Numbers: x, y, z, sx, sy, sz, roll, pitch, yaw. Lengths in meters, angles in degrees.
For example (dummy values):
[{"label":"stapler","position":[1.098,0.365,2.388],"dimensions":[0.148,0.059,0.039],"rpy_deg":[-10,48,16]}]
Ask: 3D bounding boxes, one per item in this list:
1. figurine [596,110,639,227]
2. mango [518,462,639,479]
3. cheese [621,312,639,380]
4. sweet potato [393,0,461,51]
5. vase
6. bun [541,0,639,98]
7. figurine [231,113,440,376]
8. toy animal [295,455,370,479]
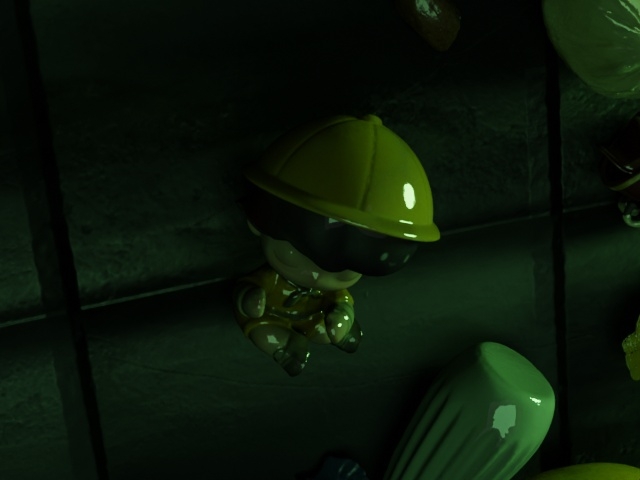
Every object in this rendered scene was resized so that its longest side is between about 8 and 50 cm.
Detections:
[{"label":"figurine","position":[0.333,-0.060,1.750],"dimensions":[0.154,0.082,0.098],"rpy_deg":[27,123,-25]},{"label":"mango","position":[0.264,0.345,1.859],"dimensions":[0.317,0.173,0.211],"rpy_deg":[-17,119,-17]},{"label":"cheese","position":[0.427,0.068,1.836],"dimensions":[0.250,0.064,0.157],"rpy_deg":[-30,121,-16]},{"label":"sweet potato","position":[0.090,-0.229,1.605],"dimensions":[0.049,0.049,0.117],"rpy_deg":[-40,119,4]},{"label":"vase","position":[0.135,0.227,1.791],"dimensions":[0.128,0.128,0.248],"rpy_deg":[24,113,-25]},{"label":"bun","position":[0.313,-0.233,1.625],"dimensions":[0.222,0.127,0.222],"rpy_deg":[-6,113,-15]},{"label":"figurine","position":[-0.002,-0.004,1.621],"dimensions":[0.192,0.167,0.257],"rpy_deg":[5,135,-33]},{"label":"toy animal","position":[-0.021,0.358,1.785],"dimensions":[0.176,0.239,0.255],"rpy_deg":[-14,76,20]}]
